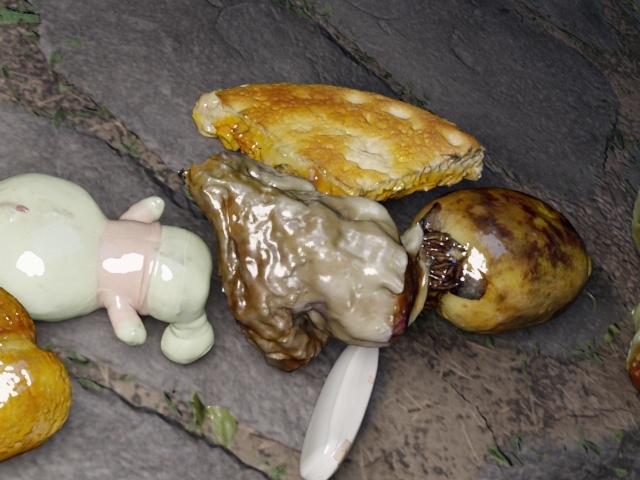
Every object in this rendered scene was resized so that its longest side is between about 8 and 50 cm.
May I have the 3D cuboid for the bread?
[{"bbox_3d":[-0.333,0.034,0.793,0.344,0.084,0.124,44,66,7],"label":"bread"}]

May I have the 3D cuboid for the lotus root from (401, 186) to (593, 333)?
[{"bbox_3d":[0.204,0.018,1.153,0.314,0.141,0.169,-3,52,-38],"label":"lotus root"}]

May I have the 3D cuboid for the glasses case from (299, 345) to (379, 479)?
[{"bbox_3d":[0.019,0.157,0.963,0.041,0.063,0.164,29,42,-6],"label":"glasses case"}]

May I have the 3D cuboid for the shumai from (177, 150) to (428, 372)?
[{"bbox_3d":[0.001,0.001,0.945,0.184,0.185,0.218,-76,146,-82],"label":"shumai"}]

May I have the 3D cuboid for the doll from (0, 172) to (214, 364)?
[{"bbox_3d":[-0.206,0.011,0.896,0.275,0.113,0.155,22,50,-18],"label":"doll"}]

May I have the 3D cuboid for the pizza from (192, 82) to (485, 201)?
[{"bbox_3d":[0.021,-0.092,1.125,0.335,0.086,0.226,10,39,-6],"label":"pizza"}]

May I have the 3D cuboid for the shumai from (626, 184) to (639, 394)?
[{"bbox_3d":[0.516,0.087,1.211,0.397,0.324,0.323,39,56,8],"label":"shumai"}]
